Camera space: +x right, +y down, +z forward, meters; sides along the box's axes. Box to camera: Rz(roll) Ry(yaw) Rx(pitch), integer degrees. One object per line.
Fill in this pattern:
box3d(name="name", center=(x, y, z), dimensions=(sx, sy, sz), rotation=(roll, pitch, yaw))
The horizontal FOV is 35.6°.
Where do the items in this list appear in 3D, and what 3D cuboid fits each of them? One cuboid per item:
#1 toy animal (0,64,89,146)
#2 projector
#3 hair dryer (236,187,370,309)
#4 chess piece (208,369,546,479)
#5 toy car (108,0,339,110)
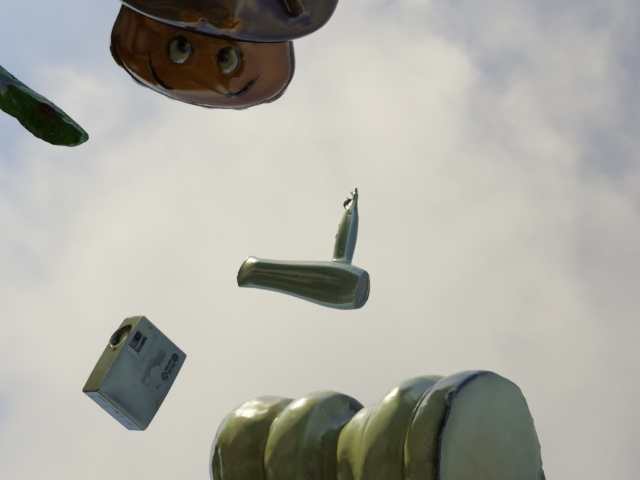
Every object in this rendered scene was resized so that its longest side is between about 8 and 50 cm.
box3d(name="toy animal", center=(-0.219, -0.112, 0.538), dimensions=(0.041, 0.217, 0.075), rotation=(-55, -169, -17))
box3d(name="projector", center=(-0.294, 0.208, 1.573), dimensions=(0.061, 0.115, 0.147), rotation=(-9, -137, 41))
box3d(name="hair dryer", center=(0.000, 0.000, 1.598), dimensions=(0.206, 0.075, 0.237), rotation=(10, -128, 20))
box3d(name="chess piece", center=(0.018, 0.157, 0.696), dimensions=(0.243, 0.133, 0.133), rotation=(-7, -103, 41))
box3d(name="toy car", center=(-0.089, -0.285, 0.916), dimensions=(0.341, 0.271, 0.240), rotation=(-93, -164, -49))
